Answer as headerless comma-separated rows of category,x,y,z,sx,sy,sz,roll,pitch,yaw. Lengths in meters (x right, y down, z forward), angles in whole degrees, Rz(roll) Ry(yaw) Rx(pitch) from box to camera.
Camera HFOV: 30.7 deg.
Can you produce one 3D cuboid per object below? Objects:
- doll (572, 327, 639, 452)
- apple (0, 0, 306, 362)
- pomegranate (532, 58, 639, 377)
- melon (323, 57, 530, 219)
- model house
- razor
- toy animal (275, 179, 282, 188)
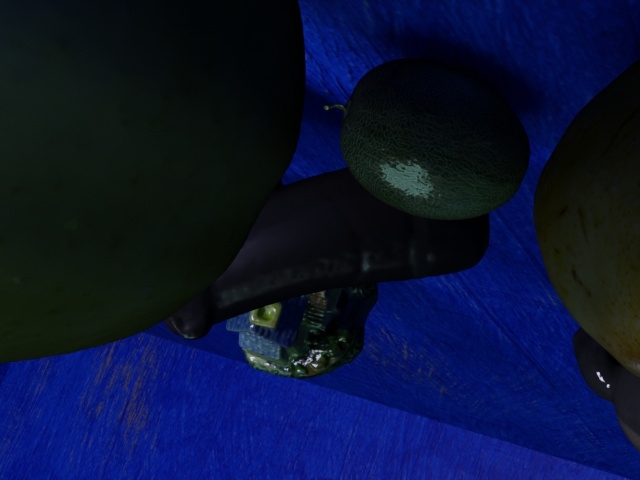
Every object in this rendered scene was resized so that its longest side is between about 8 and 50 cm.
doll,0.445,0.122,1.212,0.252,0.379,0.382,-10,-148,-18
apple,-0.233,-0.130,0.802,0.473,0.474,0.473,20,166,5
pomegranate,0.282,-0.007,0.834,0.264,0.264,0.264,20,166,5
melon,0.094,-0.091,1.045,0.192,0.139,0.139,20,166,-7
model house,-0.036,0.091,1.748,0.195,0.214,0.189,19,165,20
razor,0.000,-0.002,1.195,0.349,0.113,0.204,-14,-164,2
toy animal,-0.059,-0.028,1.598,0.210,0.121,0.117,27,-175,-46
